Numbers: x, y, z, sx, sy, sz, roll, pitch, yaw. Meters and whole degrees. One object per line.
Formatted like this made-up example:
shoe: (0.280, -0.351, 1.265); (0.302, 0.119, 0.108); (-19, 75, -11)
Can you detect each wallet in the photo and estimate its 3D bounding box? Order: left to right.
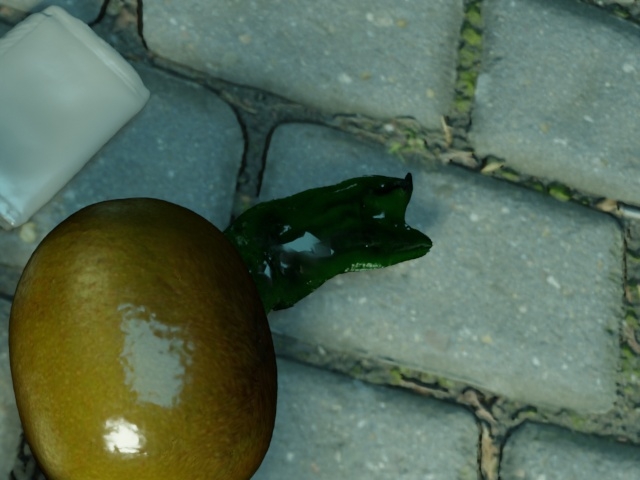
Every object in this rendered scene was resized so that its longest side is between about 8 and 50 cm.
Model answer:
wallet: (-0.233, -0.102, 1.153); (0.124, 0.032, 0.183); (41, 58, -3)

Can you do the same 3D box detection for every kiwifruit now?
kiwifruit: (-0.128, 0.080, 1.034); (0.196, 0.196, 0.234); (-2, 67, -23)

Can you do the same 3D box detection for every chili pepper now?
chili pepper: (0.001, -0.001, 1.193); (0.224, 0.061, 0.098); (-25, 74, -27)
